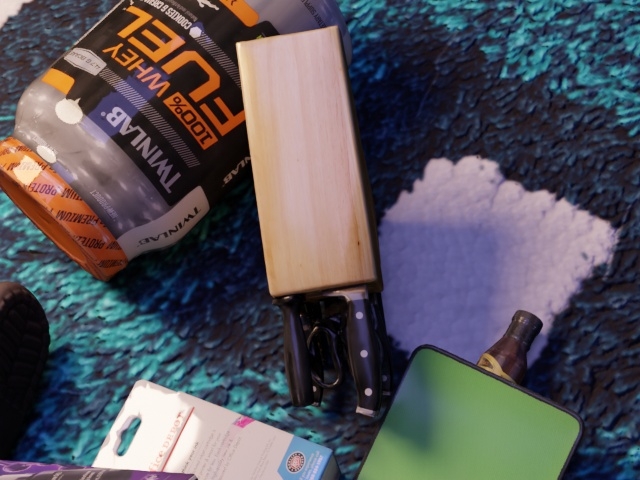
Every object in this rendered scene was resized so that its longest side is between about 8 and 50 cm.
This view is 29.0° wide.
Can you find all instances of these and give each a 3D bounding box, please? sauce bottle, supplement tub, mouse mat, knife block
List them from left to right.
[{"bbox_3d":[-0.136,-0.125,1.120,0.193,0.193,0.316,36,73,25],"label":"supplement tub"},{"bbox_3d":[0.000,0.000,1.001,0.088,0.276,0.242,-9,37,4],"label":"knife block"},{"bbox_3d":[0.104,0.194,0.978,0.152,0.007,0.190,25,88,21],"label":"mouse mat"},{"bbox_3d":[0.145,0.116,1.026,0.042,0.042,0.128,23,66,21],"label":"sauce bottle"}]

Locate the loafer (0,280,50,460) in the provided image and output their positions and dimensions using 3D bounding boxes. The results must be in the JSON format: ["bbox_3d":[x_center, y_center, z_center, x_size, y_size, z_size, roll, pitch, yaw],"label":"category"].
[{"bbox_3d":[-0.349,0.200,1.033,0.130,0.134,0.366,6,57,25],"label":"loafer"}]

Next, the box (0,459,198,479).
[{"bbox_3d":[-0.209,0.244,0.923,0.207,0.153,0.108,0,101,20],"label":"box"}]

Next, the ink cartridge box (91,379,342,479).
[{"bbox_3d":[-0.087,0.195,1.012,0.181,0.061,0.104,18,66,18],"label":"ink cartridge box"}]
